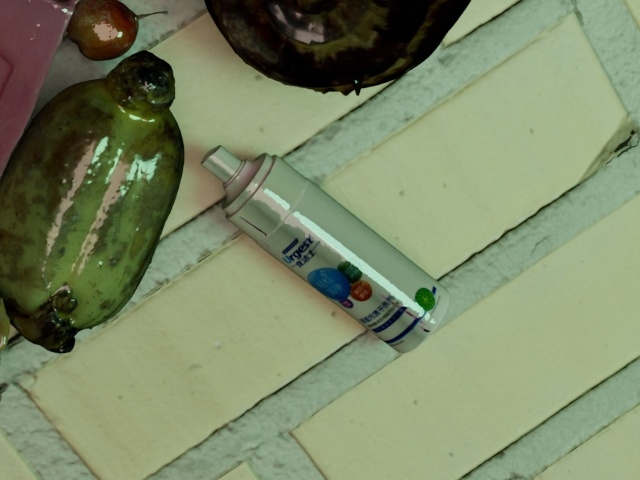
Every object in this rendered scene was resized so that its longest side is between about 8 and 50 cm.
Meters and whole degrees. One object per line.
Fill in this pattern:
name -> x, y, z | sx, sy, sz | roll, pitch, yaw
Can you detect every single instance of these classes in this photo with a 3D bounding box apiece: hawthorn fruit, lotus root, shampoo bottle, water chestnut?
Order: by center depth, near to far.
water chestnut -> 0.024, -0.298, 1.067 | 0.300, 0.300, 0.300 | -2, 102, -10
lotus root -> -0.225, -0.044, 1.106 | 0.173, 0.173, 0.309 | 24, 98, -14
hawthorn fruit -> -0.203, -0.221, 1.113 | 0.103, 0.067, 0.066 | -21, 105, 8
shampoo bottle -> 0.000, 0.000, 1.184 | 0.303, 0.092, 0.092 | 38, 93, -16

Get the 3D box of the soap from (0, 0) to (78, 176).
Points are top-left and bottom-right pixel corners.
soap -> -0.433, -0.208, 1.017 | 0.359, 0.128, 0.233 | 23, 109, -19

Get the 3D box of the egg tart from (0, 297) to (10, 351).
egg tart -> -0.414, 0.071, 1.090 | 0.297, 0.132, 0.297 | 5, 100, 28
